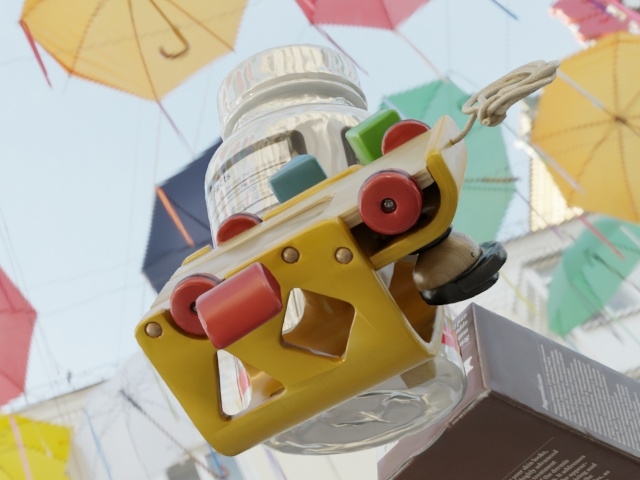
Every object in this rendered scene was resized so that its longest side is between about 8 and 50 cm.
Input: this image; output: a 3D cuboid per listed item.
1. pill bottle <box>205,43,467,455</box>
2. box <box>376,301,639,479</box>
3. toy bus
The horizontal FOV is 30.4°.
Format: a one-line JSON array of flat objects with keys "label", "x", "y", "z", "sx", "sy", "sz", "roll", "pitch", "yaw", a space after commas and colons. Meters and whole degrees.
[{"label": "pill bottle", "x": 0.000, "y": 0.000, "z": 0.970, "sx": 0.176, "sy": 0.319, "sz": 0.176, "roll": -9, "pitch": -29, "yaw": -5}, {"label": "box", "x": 0.266, "y": 0.238, "z": 1.301, "sx": 0.381, "sy": 0.143, "sz": 0.191, "roll": 25, "pitch": -53, "yaw": -23}, {"label": "toy bus", "x": 0.018, "y": 0.021, "z": 0.553, "sx": 0.191, "sy": 0.202, "sz": 0.104, "roll": -38, "pitch": -76, "yaw": -25}]
